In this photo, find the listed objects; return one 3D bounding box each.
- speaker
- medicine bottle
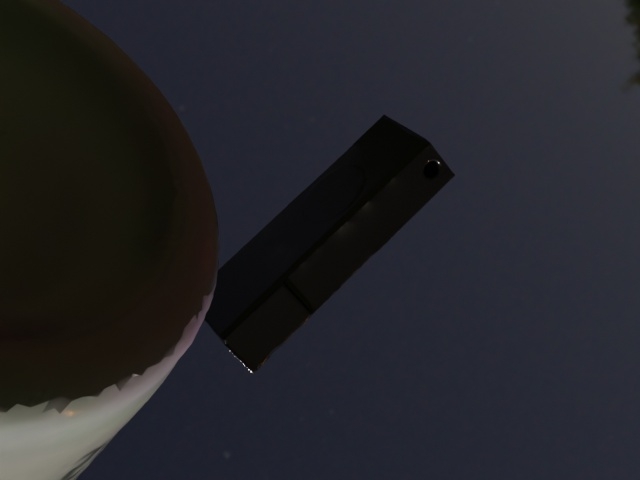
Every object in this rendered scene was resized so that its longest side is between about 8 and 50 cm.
[{"bbox_3d":[0.000,0.000,1.000,0.044,0.218,0.082,48,177,-32],"label":"speaker"},{"bbox_3d":[-0.221,0.077,0.554,0.219,0.388,0.219,22,-138,-22],"label":"medicine bottle"}]
